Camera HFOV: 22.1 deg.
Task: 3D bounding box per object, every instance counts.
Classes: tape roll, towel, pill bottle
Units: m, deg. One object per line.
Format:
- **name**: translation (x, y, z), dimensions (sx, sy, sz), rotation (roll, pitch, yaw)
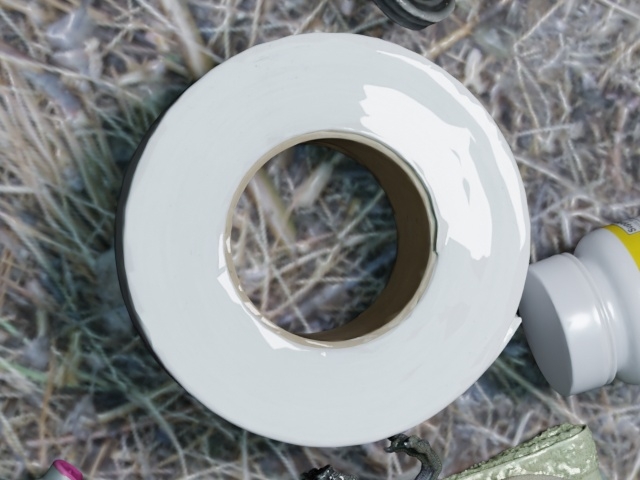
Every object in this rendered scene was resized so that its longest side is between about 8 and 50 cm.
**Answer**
- **tape roll**: translation (0.000, 0.000, 1.151), dimensions (0.286, 0.100, 0.286), rotation (0, 90, -12)
- **towel**: translation (0.150, 0.208, 1.219), dimensions (0.148, 0.027, 0.110), rotation (-22, 96, -10)
- **pill bottle**: translation (0.257, 0.036, 1.193), dimensions (0.208, 0.119, 0.119), rotation (-18, 94, -10)

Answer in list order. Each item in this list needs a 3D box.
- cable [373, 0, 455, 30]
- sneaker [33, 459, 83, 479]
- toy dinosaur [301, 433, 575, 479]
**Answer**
- **cable**: translation (0.002, -0.270, 1.117), dimensions (0.139, 0.072, 0.287), rotation (-34, 92, -47)
- **sneaker**: translation (-0.165, 0.283, 1.127), dimensions (0.111, 0.103, 0.252), rotation (-27, 89, -6)
- **toy dinosaur**: translation (0.056, 0.201, 1.173), dimensions (0.268, 0.064, 0.118), rotation (-32, 100, 4)
